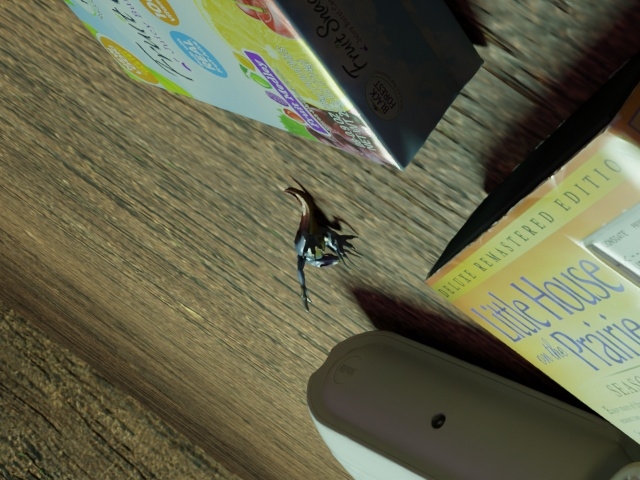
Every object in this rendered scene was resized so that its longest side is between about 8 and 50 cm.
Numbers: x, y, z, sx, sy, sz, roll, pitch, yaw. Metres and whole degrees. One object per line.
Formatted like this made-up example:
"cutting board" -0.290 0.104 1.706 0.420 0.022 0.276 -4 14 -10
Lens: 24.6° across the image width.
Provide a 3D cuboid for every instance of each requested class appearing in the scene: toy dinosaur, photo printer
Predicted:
"toy dinosaur" 0.000 0.000 1.003 0.082 0.047 0.090 -165 58 -76
"photo printer" 0.140 0.188 1.080 0.307 0.107 0.256 19 156 53

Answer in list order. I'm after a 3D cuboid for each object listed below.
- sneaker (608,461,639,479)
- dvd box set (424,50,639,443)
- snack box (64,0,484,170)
"sneaker" 0.202 0.271 0.880 0.150 0.135 0.366 6 136 -15
"dvd box set" 0.253 0.095 0.610 0.420 0.062 0.307 36 166 1
"snack box" -0.055 -0.127 0.629 0.207 0.070 0.174 24 162 47
